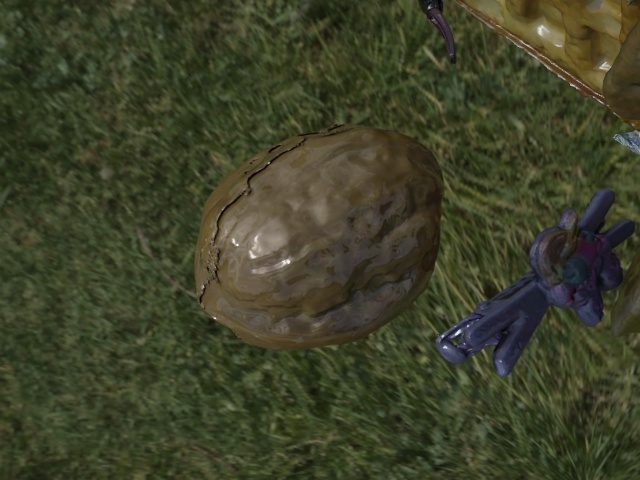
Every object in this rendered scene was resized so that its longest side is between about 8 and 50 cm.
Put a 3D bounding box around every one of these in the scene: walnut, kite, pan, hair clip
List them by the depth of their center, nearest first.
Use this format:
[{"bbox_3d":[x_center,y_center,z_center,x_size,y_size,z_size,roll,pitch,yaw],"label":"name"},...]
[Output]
[{"bbox_3d":[0.000,0.000,1.044,0.245,0.198,0.198,-27,73,-10],"label":"walnut"},{"bbox_3d":[0.263,0.060,1.353,0.278,0.090,0.137,-40,105,-4],"label":"hair clip"},{"bbox_3d":[0.147,-0.310,1.517,0.040,0.115,0.212,-9,58,8],"label":"pan"},{"bbox_3d":[0.482,-0.166,1.666,0.139,0.011,0.157,-20,83,30],"label":"kite"}]

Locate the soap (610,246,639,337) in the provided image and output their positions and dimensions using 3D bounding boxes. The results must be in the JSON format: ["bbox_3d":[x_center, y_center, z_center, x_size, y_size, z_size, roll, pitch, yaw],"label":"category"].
[{"bbox_3d":[0.459,-0.023,1.254,0.156,0.335,0.293,33,76,10],"label":"soap"}]

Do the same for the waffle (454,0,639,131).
[{"bbox_3d":[0.181,-0.276,1.057,0.077,0.304,0.348,-43,63,-9],"label":"waffle"}]

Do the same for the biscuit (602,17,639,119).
[{"bbox_3d":[0.125,-0.064,0.318,0.071,0.147,0.018,0,71,-6],"label":"biscuit"}]
